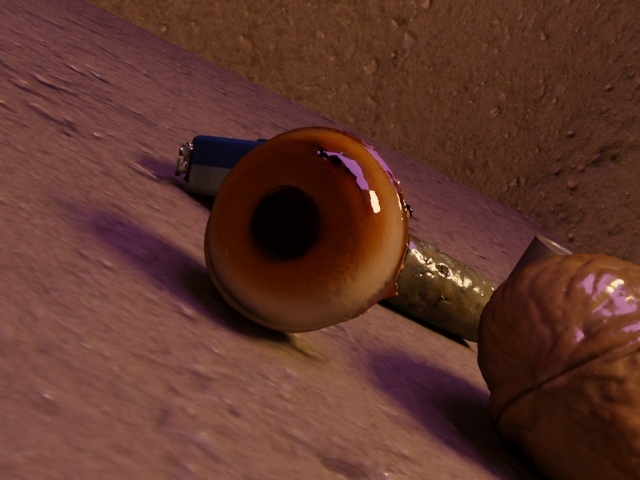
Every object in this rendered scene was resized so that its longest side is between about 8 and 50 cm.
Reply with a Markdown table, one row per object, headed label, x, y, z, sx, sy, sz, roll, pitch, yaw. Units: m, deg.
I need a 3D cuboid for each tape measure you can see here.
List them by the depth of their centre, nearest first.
| label | x | y | z | sx | sy | sz | roll | pitch | yaw |
| --- | --- | --- | --- | --- | --- | --- | --- | --- | --- |
| tape measure | -0.004 | -0.084 | 1.451 | 0.351 | 0.098 | 0.215 | 11 | 2 | 23 |

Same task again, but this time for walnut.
| label | x | y | z | sx | sy | sz | roll | pitch | yaw |
| --- | --- | --- | --- | --- | --- | --- | --- | --- | --- |
| walnut | 0.322 | 0.153 | 1.202 | 0.252 | 0.277 | 0.313 | -2 | -2 | 41 |

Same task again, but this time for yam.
| label | x | y | z | sx | sy | sz | roll | pitch | yaw |
| --- | --- | --- | --- | --- | --- | --- | --- | --- | --- |
| yam | 0.175 | 0.073 | 1.529 | 0.194 | 0.107 | 0.107 | 27 | 13 | -21 |

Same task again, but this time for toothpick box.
| label | x | y | z | sx | sy | sz | roll | pitch | yaw |
| --- | --- | --- | --- | --- | --- | --- | --- | --- | --- |
| toothpick box | 0.355 | 0.094 | 1.715 | 0.111 | 0.180 | 0.111 | 28 | 13 | -7 |

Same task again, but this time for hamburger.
| label | x | y | z | sx | sy | sz | roll | pitch | yaw |
| --- | --- | --- | --- | --- | --- | --- | --- | --- | --- |
| hamburger | -0.017 | -0.014 | 1.105 | 0.237 | 0.237 | 0.147 | 35 | 0 | 15 |
